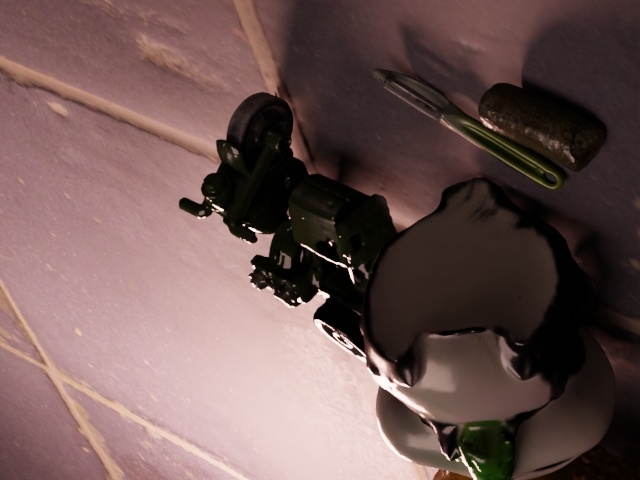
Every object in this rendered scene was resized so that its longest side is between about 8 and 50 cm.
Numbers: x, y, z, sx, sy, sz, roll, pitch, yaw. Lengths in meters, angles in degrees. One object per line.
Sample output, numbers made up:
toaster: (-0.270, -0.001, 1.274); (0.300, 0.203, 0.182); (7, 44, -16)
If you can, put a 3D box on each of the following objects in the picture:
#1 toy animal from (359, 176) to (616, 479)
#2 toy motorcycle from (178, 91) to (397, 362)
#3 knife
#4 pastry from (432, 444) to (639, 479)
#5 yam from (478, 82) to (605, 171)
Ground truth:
toy animal: (0.144, 0.111, 1.600); (0.212, 0.212, 0.266); (22, 146, 37)
toy motorcycle: (0.000, 0.000, 1.731); (0.205, 0.127, 0.275); (27, 156, 36)
knife: (0.121, -0.093, 1.517); (0.184, 0.026, 0.022); (33, 126, 13)
pastry: (0.250, 0.274, 1.776); (0.255, 0.162, 0.311); (43, 169, -30)
yam: (0.170, -0.088, 1.428); (0.094, 0.043, 0.043); (29, 153, 29)
